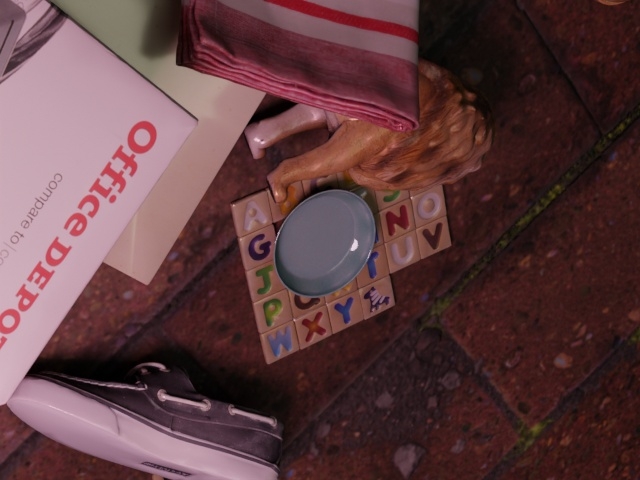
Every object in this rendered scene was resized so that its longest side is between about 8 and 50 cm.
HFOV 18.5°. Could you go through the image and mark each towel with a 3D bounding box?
[{"bbox_3d":[-0.007,-0.274,1.727,0.237,0.037,0.329,14,67,-30],"label":"towel"}]

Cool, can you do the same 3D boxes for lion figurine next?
[{"bbox_3d":[0.027,-0.184,1.853,0.240,0.142,0.392,-23,132,-4],"label":"lion figurine"}]

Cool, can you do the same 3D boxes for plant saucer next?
[{"bbox_3d":[0.000,0.000,2.001,0.119,0.021,0.119,-14,120,-27],"label":"plant saucer"}]

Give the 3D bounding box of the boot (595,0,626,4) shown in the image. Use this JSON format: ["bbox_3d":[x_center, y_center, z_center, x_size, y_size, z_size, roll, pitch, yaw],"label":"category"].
[{"bbox_3d":[0.411,-0.336,2.046,0.305,0.115,0.112,-34,128,-13],"label":"boot"}]

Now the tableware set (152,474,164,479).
[{"bbox_3d":[-0.128,0.320,2.083,0.128,0.039,0.194,-57,135,-10],"label":"tableware set"}]

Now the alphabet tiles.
[{"bbox_3d":[0.029,0.001,2.040,0.237,0.009,0.198,-24,123,-20],"label":"alphabet tiles"}]

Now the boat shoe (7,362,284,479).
[{"bbox_3d":[-0.165,0.170,1.950,0.301,0.108,0.102,21,68,-25],"label":"boat shoe"}]

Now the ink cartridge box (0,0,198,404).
[{"bbox_3d":[-0.337,-0.100,1.514,0.395,0.166,0.285,38,82,-29],"label":"ink cartridge box"}]

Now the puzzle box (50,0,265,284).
[{"bbox_3d":[-0.251,-0.172,1.677,0.409,0.052,0.272,30,96,-21],"label":"puzzle box"}]
